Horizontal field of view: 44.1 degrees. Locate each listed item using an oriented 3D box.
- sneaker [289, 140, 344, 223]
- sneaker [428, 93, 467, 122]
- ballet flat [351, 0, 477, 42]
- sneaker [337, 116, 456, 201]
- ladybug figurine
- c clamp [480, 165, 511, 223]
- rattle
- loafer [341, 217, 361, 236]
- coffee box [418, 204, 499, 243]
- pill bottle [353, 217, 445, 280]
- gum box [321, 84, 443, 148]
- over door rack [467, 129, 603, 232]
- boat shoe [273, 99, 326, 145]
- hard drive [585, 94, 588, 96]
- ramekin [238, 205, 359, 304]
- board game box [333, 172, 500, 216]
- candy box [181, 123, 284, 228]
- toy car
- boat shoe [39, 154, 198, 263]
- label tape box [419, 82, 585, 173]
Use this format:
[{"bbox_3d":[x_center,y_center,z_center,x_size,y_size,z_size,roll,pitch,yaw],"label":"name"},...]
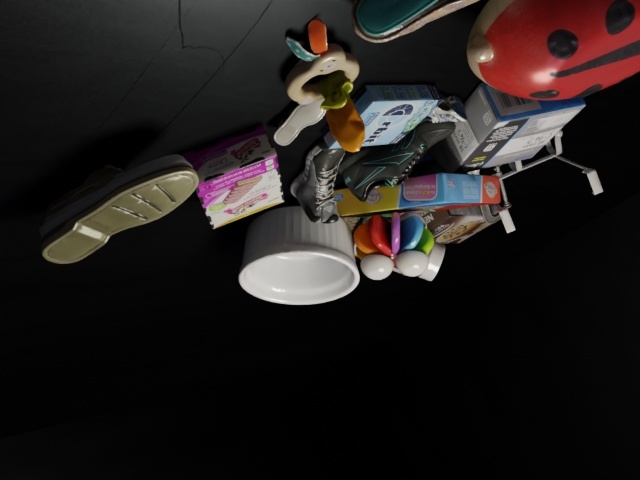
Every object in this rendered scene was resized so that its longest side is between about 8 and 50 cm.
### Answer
[{"bbox_3d":[0.016,-0.107,1.622,0.086,0.132,0.228,-15,162,-24],"label":"sneaker"},{"bbox_3d":[0.247,-0.264,1.601,0.058,0.052,0.135,-23,159,38],"label":"sneaker"},{"bbox_3d":[0.189,-0.377,1.121,0.316,0.107,0.106,-21,-176,11],"label":"ballet flat"},{"bbox_3d":[0.171,-0.174,1.669,0.267,0.106,0.101,-26,162,7],"label":"sneaker"},{"bbox_3d":[0.443,-0.354,1.280,0.449,0.162,0.305,-24,150,-15],"label":"ladybug figurine"},{"bbox_3d":[0.476,-0.128,2.115,0.137,0.160,0.022,-30,-148,-22],"label":"c clamp"},{"bbox_3d":[0.011,-0.234,1.233,0.130,0.142,0.199,-2,167,-3],"label":"rattle"},{"bbox_3d":[0.000,0.000,2.013,0.102,0.092,0.268,-4,139,-54],"label":"loafer"},{"bbox_3d":[0.345,-0.075,2.165,0.168,0.118,0.297,-34,160,36],"label":"coffee box"},{"bbox_3d":[0.196,0.018,2.010,0.221,0.121,0.121,21,156,-2],"label":"pill bottle"},{"bbox_3d":[0.118,-0.237,1.514,0.184,0.041,0.157,-10,159,-39],"label":"gum box"},{"bbox_3d":[0.501,-0.166,1.911,0.240,0.108,0.324,-24,-156,6],"label":"over door rack"},{"bbox_3d":[-0.034,-0.217,1.390,0.046,0.038,0.125,35,126,-20],"label":"boat shoe"},{"bbox_3d":[0.589,-0.347,1.814,0.135,0.022,0.094,-23,163,1],"label":"hard drive"},{"bbox_3d":[-0.050,0.034,1.834,0.277,0.135,0.277,-1,152,-1],"label":"ramekin"},{"bbox_3d":[0.214,-0.100,1.816,0.317,0.064,0.242,-6,177,42],"label":"board game box"},{"bbox_3d":[-0.158,-0.114,1.486,0.159,0.071,0.233,-22,164,-5],"label":"candy box"},{"bbox_3d":[0.163,-0.007,1.785,0.182,0.159,0.136,-6,141,13],"label":"toy car"},{"bbox_3d":[-0.345,-0.074,1.313,0.302,0.103,0.113,-26,150,13],"label":"boat shoe"},{"bbox_3d":[0.391,-0.234,1.766,0.241,0.106,0.333,-14,161,-24],"label":"label tape box"}]
